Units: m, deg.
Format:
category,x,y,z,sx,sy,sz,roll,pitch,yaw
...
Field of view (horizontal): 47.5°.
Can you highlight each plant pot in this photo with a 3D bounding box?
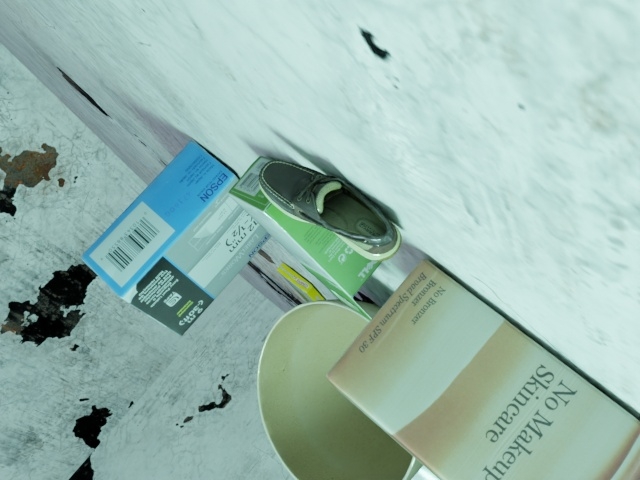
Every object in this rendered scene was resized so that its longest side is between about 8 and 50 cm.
category,x,y,z,sx,sy,sz,roll,pitch,yaw
plant pot,0.073,0.215,1.056,0.284,0.284,0.191,36,-154,32

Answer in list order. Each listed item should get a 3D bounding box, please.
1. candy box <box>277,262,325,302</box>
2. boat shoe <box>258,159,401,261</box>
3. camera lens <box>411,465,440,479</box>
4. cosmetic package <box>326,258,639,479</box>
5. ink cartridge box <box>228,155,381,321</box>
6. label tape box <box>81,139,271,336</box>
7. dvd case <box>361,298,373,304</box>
category,x,y,z,sx,sy,sz,roll,pitch,yaw
candy box,-0.023,0.130,1.713,0.105,0.027,0.206,32,168,34
boat shoe,0.007,-0.037,0.663,0.152,0.056,0.049,28,163,17
camera lens,0.215,0.402,1.382,0.274,0.219,0.219,39,171,14
cosmetic package,0.167,0.172,0.672,0.296,0.153,0.129,37,172,18
ink cartridge box,0.000,0.000,0.829,0.209,0.062,0.109,46,171,-29
label tape box,-0.205,0.025,1.232,0.115,0.249,0.348,37,171,25
dvd case,0.087,0.238,1.241,0.180,0.022,0.253,39,129,12
